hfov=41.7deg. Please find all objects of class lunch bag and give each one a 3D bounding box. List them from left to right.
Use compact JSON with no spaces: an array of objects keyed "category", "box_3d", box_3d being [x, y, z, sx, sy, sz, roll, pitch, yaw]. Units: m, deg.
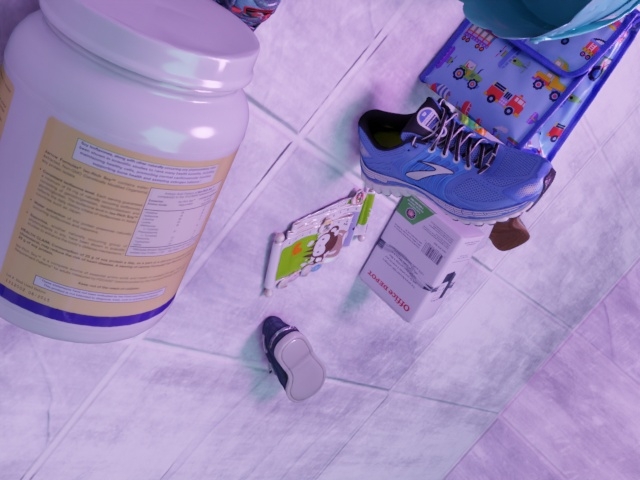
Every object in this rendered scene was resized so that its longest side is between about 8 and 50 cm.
[{"category":"lunch bag","box_3d":[0.341,-0.300,1.315,0.293,0.221,0.138,-55,149,14]}]

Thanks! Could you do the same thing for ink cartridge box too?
[{"category":"ink cartridge box","box_3d":[0.188,0.030,1.590,0.087,0.153,0.208,-6,133,-50]}]

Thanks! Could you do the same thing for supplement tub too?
[{"category":"supplement tub","box_3d":[-0.216,-0.087,0.856,0.241,0.241,0.331,-6,132,-48]}]

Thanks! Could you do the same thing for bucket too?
[{"category":"bucket","box_3d":[0.320,-0.407,1.131,0.183,0.281,0.281,-14,137,-48]}]

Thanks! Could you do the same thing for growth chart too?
[{"category":"growth chart","box_3d":[0.000,0.000,1.450,0.237,0.021,0.172,-29,147,-26]}]

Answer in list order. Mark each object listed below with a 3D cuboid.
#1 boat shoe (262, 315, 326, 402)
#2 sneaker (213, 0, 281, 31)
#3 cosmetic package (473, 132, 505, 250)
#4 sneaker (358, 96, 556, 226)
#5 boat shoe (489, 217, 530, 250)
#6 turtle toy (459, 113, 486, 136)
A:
[{"category":"boat shoe","box_3d":[-0.057,0.228,1.593,0.095,0.079,0.254,-38,147,-9]},{"category":"sneaker","box_3d":[-0.102,-0.262,0.902,0.104,0.125,0.262,-20,141,-36]},{"category":"cosmetic package","box_3d":[0.283,-0.089,1.601,0.085,0.117,0.231,-25,143,-34]},{"category":"sneaker","box_3d":[0.185,-0.125,1.248,0.130,0.330,0.147,-54,141,-29]},{"category":"boat shoe","box_3d":[0.366,-0.065,1.782,0.104,0.089,0.285,-24,150,13]},{"category":"turtle toy","box_3d":[0.304,-0.235,1.501,0.130,0.066,0.095,-32,147,-23]}]
